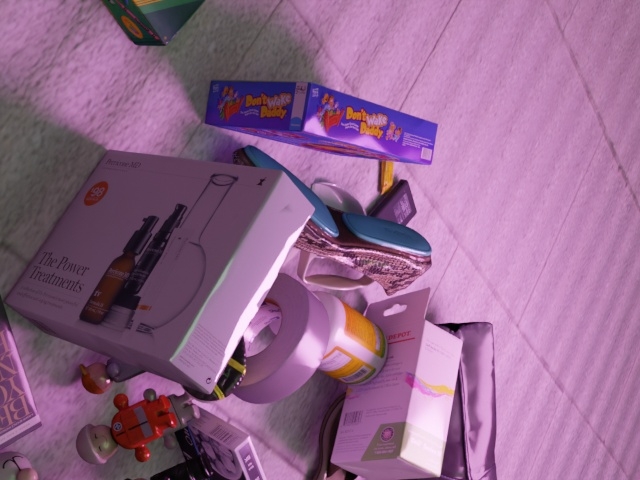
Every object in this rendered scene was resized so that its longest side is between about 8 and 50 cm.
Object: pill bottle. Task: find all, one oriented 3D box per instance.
[{"bbox_3d":[0.012,0.178,1.703,0.246,0.136,0.136,37,70,-45],"label":"pill bottle"}]

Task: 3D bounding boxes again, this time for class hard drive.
[{"bbox_3d":[0.153,-0.053,1.895,0.135,0.022,0.094,-48,135,-31],"label":"hard drive"}]

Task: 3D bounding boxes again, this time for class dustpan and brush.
[{"bbox_3d":[0.064,-0.030,1.775,0.211,0.060,0.147,8,92,-48],"label":"dustpan and brush"}]

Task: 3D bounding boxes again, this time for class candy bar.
[{"bbox_3d":[0.140,-0.178,1.862,0.040,0.018,0.161,-17,111,-55],"label":"candy bar"}]

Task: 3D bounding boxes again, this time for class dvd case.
[{"bbox_3d":[-0.489,0.205,1.238,0.164,0.018,0.221,-29,119,-41],"label":"dvd case"}]

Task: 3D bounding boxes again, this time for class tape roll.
[{"bbox_3d":[-0.095,0.164,1.519,0.072,0.219,0.219,46,64,-42],"label":"tape roll"}]

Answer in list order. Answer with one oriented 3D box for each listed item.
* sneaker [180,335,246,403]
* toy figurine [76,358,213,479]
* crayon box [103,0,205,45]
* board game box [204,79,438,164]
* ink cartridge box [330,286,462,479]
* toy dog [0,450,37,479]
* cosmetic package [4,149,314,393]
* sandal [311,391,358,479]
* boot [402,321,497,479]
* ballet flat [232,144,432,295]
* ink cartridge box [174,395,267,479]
[{"bbox_3d":[-0.200,0.074,1.438,0.145,0.147,0.384,3,70,-13],"label":"sneaker"},{"bbox_3d":[-0.275,0.282,1.353,0.148,0.209,0.213,-25,129,-1],"label":"toy figurine"},{"bbox_3d":[-0.277,-0.443,1.296,0.165,0.081,0.278,-56,133,-24],"label":"crayon box"},{"bbox_3d":[0.008,-0.203,1.548,0.347,0.233,0.078,7,93,-49],"label":"board game box"},{"bbox_3d":[0.160,0.287,1.775,0.119,0.207,0.353,31,59,-28],"label":"ink cartridge box"},{"bbox_3d":[-0.366,0.464,1.256,0.333,0.161,0.220,57,36,-24],"label":"toy dog"},{"bbox_3d":[-0.229,0.023,1.221,0.097,0.377,0.284,51,60,-42],"label":"cosmetic package"},{"bbox_3d":[0.050,0.460,1.838,0.120,0.086,0.302,24,77,-48],"label":"sandal"},{"bbox_3d":[0.218,0.404,1.952,0.367,0.146,0.445,-2,90,-18],"label":"boot"},{"bbox_3d":[0.000,0.000,1.631,0.483,0.164,0.182,25,114,-36],"label":"ballet flat"},{"bbox_3d":[-0.162,0.381,1.498,0.045,0.206,0.208,-36,122,-31],"label":"ink cartridge box"}]
